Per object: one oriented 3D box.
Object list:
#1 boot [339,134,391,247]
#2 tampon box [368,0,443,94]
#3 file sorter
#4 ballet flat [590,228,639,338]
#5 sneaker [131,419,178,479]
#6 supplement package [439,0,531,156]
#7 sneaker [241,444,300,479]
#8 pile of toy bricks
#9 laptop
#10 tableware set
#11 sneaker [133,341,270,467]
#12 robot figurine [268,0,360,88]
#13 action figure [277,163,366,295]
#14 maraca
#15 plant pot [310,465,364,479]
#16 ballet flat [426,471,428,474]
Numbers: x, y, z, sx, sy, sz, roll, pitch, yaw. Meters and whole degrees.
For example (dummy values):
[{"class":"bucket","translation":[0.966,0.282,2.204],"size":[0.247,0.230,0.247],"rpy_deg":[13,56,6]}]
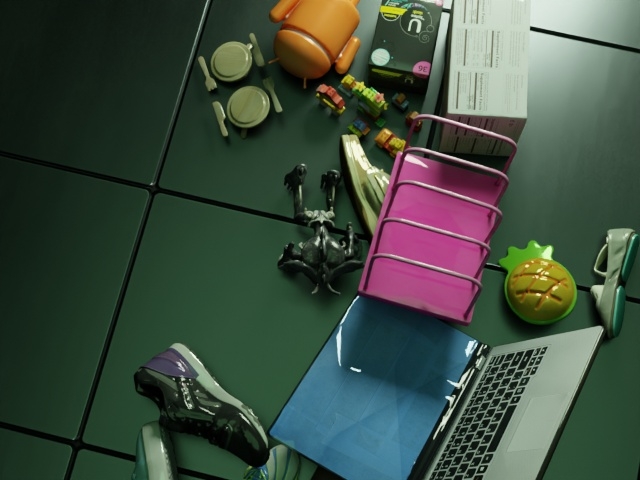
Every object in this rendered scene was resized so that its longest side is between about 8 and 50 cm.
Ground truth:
[{"class":"boot","translation":[0.159,-0.103,1.975],"size":[0.203,0.095,0.262],"rpy_deg":[-20,74,-5]},{"class":"tampon box","translation":[0.165,-0.384,2.045],"size":[0.120,0.101,0.161],"rpy_deg":[11,76,5]},{"class":"file sorter","translation":[0.204,-0.040,1.800],"size":[0.202,0.182,0.291],"rpy_deg":[16,66,3]},{"class":"ballet flat","translation":[0.536,0.078,1.940],"size":[0.068,0.072,0.213],"rpy_deg":[7,73,32]},{"class":"sneaker","translation":[-0.321,0.496,1.807],"size":[0.150,0.135,0.366],"rpy_deg":[-3,74,-3]},{"class":"supplement package","translation":[0.308,-0.316,1.971],"size":[0.145,0.204,0.262],"rpy_deg":[5,75,4]},{"class":"sneaker","translation":[-0.121,0.455,1.816],"size":[0.091,0.126,0.240],"rpy_deg":[35,79,10]},{"class":"pile of toy bricks","translation":[0.101,-0.258,2.012],"size":[0.212,0.105,0.118],"rpy_deg":[38,79,10]},{"class":"laptop","translation":[0.194,0.237,1.750],"size":[0.236,0.407,0.382],"rpy_deg":[48,52,-18]},{"class":"tableware set","translation":[-0.154,-0.302,2.066],"size":[0.128,0.039,0.194],"rpy_deg":[-23,69,8]},{"class":"sneaker","translation":[-0.215,0.313,1.842],"size":[0.283,0.107,0.124],"rpy_deg":[40,49,24]},{"class":"robot figurine","translation":[-0.010,-0.408,2.044],"size":[0.128,0.158,0.219],"rpy_deg":[23,75,37]},{"class":"action figure","translation":[0.000,0.000,1.932],"size":[0.164,0.141,0.276],"rpy_deg":[-2,59,-1]},{"class":"maraca","translation":[0.396,0.077,1.923],"size":[0.127,0.099,0.186],"rpy_deg":[-14,50,0]},{"class":"plant pot","translation":[0.041,0.479,1.782],"size":[0.215,0.215,0.231],"rpy_deg":[9,60,4]},{"class":"ballet flat","translation":[0.157,0.433,1.848],"size":[0.086,0.086,0.249],"rpy_deg":[-4,73,0]}]
